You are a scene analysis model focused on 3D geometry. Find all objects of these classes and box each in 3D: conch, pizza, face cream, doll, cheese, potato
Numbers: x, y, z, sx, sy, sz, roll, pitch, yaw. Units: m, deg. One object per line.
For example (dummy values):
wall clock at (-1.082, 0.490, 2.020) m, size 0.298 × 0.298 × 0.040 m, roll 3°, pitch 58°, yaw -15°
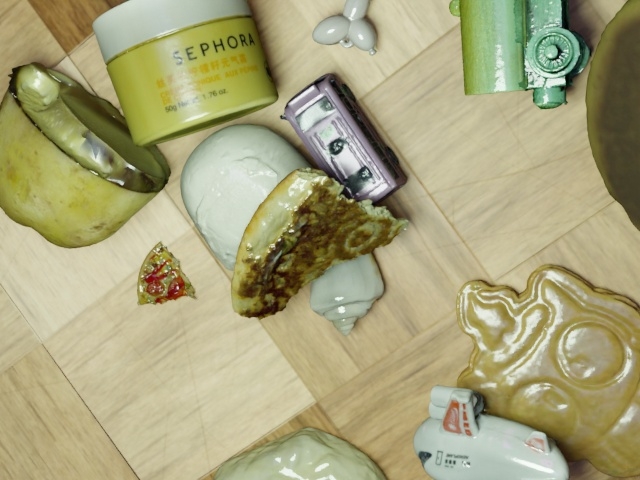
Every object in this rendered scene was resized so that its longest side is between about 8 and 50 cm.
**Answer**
conch at (0.034, 0.052, 1.484) m, size 0.104 × 0.094 × 0.176 m, roll -12°, pitch 69°, yaw 28°
pizza at (-0.250, 0.052, 1.564) m, size 0.100 × 0.029 × 0.099 m, roll -8°, pitch 96°, yaw 14°
face cream at (-0.186, -0.248, 1.405) m, size 0.218 × 0.218 × 0.179 m, roll -17°, pitch 95°, yaw 15°
doll at (0.043, -0.346, 1.418) m, size 0.161 × 0.059 × 0.160 m, roll 42°, pitch 105°, yaw 3°
cheese at (-0.105, -0.076, 1.445) m, size 0.198 × 0.154 × 0.189 m, roll -40°, pitch 91°, yaw 22°
cheese at (-0.029, 0.455, 1.533) m, size 0.318 × 0.115 × 0.326 m, roll 20°, pitch 104°, yaw 10°
potato at (-0.380, -0.102, 1.485) m, size 0.285 × 0.242 × 0.242 m, roll 36°, pitch 105°, yaw 2°

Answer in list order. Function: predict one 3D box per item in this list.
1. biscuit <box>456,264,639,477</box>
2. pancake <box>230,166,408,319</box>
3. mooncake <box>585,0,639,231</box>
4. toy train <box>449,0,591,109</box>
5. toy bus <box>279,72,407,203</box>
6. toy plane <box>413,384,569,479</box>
biscuit at (0.351, 0.185, 1.435) m, size 0.376 × 0.051 × 0.269 m, roll 37°, pitch 103°, yaw 6°
pancake at (0.000, 0.000, 1.389) m, size 0.266 × 0.245 × 0.057 m, roll 108°, pitch 146°, yaw -43°
mooncake at (0.525, -0.164, 1.181) m, size 0.393 × 0.246 × 0.394 m, roll 43°, pitch 140°, yaw 22°
toy train at (0.263, -0.327, 1.335) m, size 0.190 × 0.126 × 0.307 m, roll -2°, pitch 98°, yaw 14°
toy bus at (0.031, -0.137, 1.427) m, size 0.096 × 0.108 × 0.199 m, roll -34°, pitch 90°, yaw 16°
toy plane at (0.236, 0.306, 1.413) m, size 0.252 × 0.118 × 0.252 m, roll 27°, pitch 141°, yaw 25°
